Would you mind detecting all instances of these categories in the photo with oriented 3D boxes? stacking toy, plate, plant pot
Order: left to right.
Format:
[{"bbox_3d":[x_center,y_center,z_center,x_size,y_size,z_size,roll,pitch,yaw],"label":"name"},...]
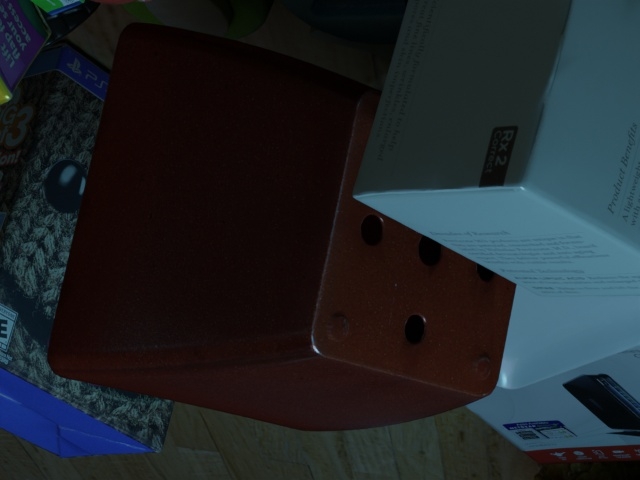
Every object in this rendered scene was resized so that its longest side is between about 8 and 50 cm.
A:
[{"bbox_3d":[-0.049,-0.178,1.321,0.309,0.130,0.279,10,155,4],"label":"stacking toy"},{"bbox_3d":[0.000,0.000,1.314,0.267,0.267,0.236,17,171,-39],"label":"plant pot"},{"bbox_3d":[0.146,0.035,1.571,0.278,0.045,0.277,26,149,-25],"label":"plate"}]

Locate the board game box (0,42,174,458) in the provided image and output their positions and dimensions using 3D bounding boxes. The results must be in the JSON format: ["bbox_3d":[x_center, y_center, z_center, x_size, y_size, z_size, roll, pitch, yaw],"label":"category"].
[{"bbox_3d":[-0.228,0.016,1.613,0.141,0.291,0.232,-9,149,40],"label":"board game box"}]

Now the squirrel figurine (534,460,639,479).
[{"bbox_3d":[0.369,0.367,2.038,0.370,0.281,0.397,-16,-170,-13],"label":"squirrel figurine"}]

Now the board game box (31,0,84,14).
[{"bbox_3d":[-0.182,-0.259,1.122,0.035,0.201,0.136,-13,147,41],"label":"board game box"}]

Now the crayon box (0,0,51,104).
[{"bbox_3d":[-0.402,-0.215,1.175,0.313,0.106,0.363,-17,119,20],"label":"crayon box"}]

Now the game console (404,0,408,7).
[{"bbox_3d":[0.209,-0.114,1.227,0.250,0.173,0.293,43,174,18],"label":"game console"}]

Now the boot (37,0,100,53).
[{"bbox_3d":[-0.270,-0.165,1.495,0.246,0.083,0.161,-30,180,12],"label":"boot"}]

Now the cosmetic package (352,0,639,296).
[{"bbox_3d":[0.148,-0.064,1.125,0.184,0.151,0.151,27,162,-35],"label":"cosmetic package"}]

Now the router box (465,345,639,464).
[{"bbox_3d":[0.308,0.136,1.883,0.335,0.082,0.301,-7,149,35],"label":"router box"}]
